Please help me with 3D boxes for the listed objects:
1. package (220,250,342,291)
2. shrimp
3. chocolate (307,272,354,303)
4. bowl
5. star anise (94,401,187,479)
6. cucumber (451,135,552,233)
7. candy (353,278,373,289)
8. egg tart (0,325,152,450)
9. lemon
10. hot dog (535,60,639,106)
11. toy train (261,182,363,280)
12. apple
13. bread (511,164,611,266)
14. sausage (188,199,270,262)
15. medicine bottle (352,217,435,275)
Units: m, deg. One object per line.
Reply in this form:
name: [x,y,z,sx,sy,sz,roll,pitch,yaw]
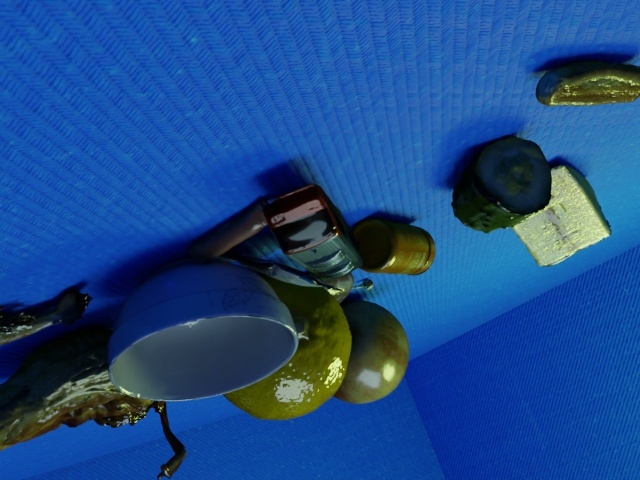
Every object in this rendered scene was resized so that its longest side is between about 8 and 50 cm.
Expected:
package: [-0.063,0.049,1.332,0.173,0.027,0.171,15,175,18]
shrimp: [-0.416,0.101,1.140,0.222,0.054,0.290,-13,166,-25]
chocolate: [-0.035,0.140,1.753,0.254,0.080,0.157,-33,161,36]
bowl: [-0.189,0.126,1.295,0.287,0.144,0.287,-13,150,-8]
star anise: [-0.359,0.343,1.705,0.237,0.346,0.148,-22,132,-19]
cucumber: [0.281,-0.074,1.388,0.134,0.134,0.244,-18,169,-12]
candy: [0.080,0.106,1.924,0.083,0.025,0.023,-10,177,4]
egg tart: [-0.444,0.259,1.469,0.339,0.153,0.351,-19,165,-8]
lemon: [-0.076,0.192,1.533,0.293,0.293,0.293,-20,165,-6]
hot dog: [0.371,-0.217,1.135,0.215,0.047,0.066,-11,147,-35]
toy train: [0.000,0.000,1.245,0.086,0.089,0.409,-23,170,4]
apple: [0.088,0.270,2.069,0.257,0.257,0.234,-27,141,18]
bread: [0.452,-0.096,1.685,0.167,0.163,0.264,-26,133,20]
sausage: [-0.124,-0.011,1.191,0.158,0.036,0.042,-31,174,29]
medicine bottle: [0.131,0.014,1.514,0.096,0.096,0.192,-28,163,24]
